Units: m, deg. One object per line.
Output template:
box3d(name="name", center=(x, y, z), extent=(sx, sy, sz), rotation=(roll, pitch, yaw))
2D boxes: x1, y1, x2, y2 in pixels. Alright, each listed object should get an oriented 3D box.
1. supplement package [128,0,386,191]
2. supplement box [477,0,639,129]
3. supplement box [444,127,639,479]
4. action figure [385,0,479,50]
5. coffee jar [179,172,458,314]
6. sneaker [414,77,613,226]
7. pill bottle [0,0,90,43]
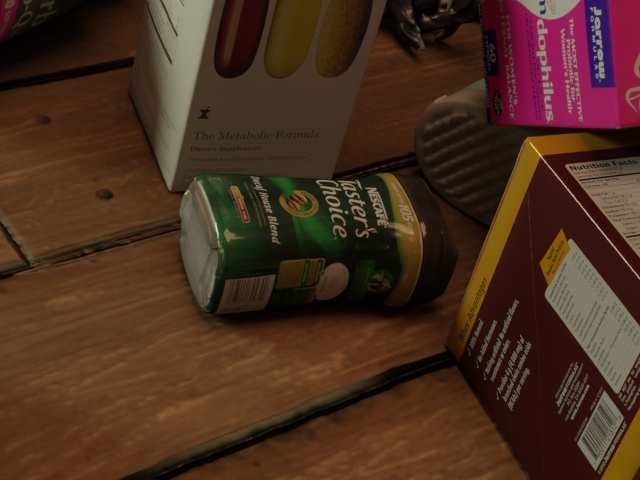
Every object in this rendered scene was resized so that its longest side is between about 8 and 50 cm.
box3d(name="supplement package", center=(-0.045, -0.172, 1.044), extent=(0.139, 0.244, 0.134), rotation=(-4, 43, -24))
box3d(name="supplement box", center=(0.195, -0.135, 0.942), extent=(0.113, 0.111, 0.220), rotation=(-8, 7, -15))
box3d(name="supplement box", center=(0.200, 0.060, 0.901), extent=(0.129, 0.191, 0.194), rotation=(-7, 45, -26))
box3d(name="action figure", center=(0.141, -0.266, 1.314), extent=(0.275, 0.141, 0.164), rotation=(-7, 56, -30))
box3d(name="coffee jar", center=(0.000, 0.000, 0.988), extent=(0.184, 0.079, 0.096), rotation=(-1, 42, -23))
box3d(name="sneaker", center=(0.257, -0.034, 1.081), extent=(0.366, 0.135, 0.150), rotation=(36, 47, 21))
box3d(name="pill bottle", center=(-0.261, -0.240, 1.111), extent=(0.162, 0.162, 0.278), rotation=(33, 42, 19))
